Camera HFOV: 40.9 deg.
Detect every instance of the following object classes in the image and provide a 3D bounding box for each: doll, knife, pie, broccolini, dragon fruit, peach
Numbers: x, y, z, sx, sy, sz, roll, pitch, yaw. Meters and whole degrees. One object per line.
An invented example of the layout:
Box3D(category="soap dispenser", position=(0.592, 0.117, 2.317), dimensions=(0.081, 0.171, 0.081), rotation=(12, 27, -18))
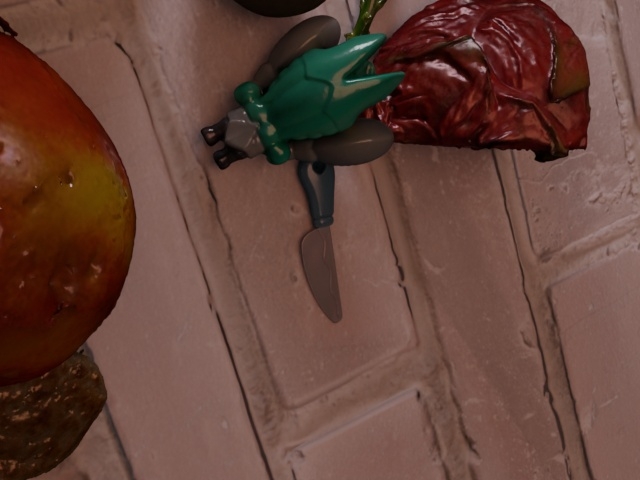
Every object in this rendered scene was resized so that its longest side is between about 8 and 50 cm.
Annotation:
Box3D(category="doll", position=(-0.024, -0.192, 1.108), dimensions=(0.258, 0.153, 0.195), rotation=(0, 102, -1))
Box3D(category="knife", position=(-0.002, 0.000, 1.193), dimensions=(0.058, 0.032, 0.244), rotation=(-9, 101, -30))
Box3D(category="pie", position=(-0.345, 0.200, 0.995), dimensions=(0.193, 0.079, 0.163), rotation=(-17, 109, -25))
Box3D(category="broccolini", position=(0.053, -0.315, 1.190), dimensions=(0.058, 0.067, 0.216), rotation=(23, 91, -23))
Box3D(category="dragon fruit", position=(0.203, -0.186, 1.219), dimensions=(0.330, 0.302, 0.240), rotation=(-16, 133, -10))
Box3D(category="peach", position=(-0.374, -0.039, 0.786), dimensions=(0.339, 0.353, 0.416), rotation=(-39, 129, 20))

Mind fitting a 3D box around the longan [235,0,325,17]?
Box3D(category="longan", position=(-0.058, -0.365, 1.069), dimensions=(0.187, 0.167, 0.168), rotation=(33, 77, -47))
